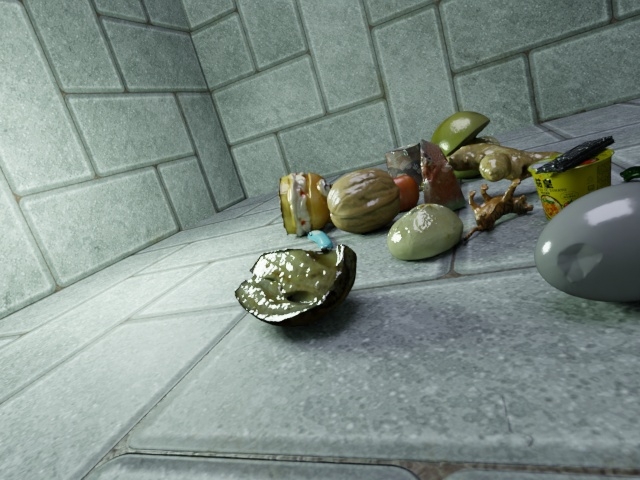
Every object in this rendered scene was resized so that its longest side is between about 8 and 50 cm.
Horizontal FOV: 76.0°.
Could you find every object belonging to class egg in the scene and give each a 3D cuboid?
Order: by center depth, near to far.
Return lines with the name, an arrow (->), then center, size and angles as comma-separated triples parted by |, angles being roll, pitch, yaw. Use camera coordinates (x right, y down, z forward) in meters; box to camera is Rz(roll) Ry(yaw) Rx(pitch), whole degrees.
egg -> 0.448, 0.005, 0.620 | 0.231, 0.176, 0.176 | -14, 14, 9

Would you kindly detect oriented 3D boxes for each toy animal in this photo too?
toy animal -> 0.453, -0.068, 1.114 | 0.255, 0.116, 0.114 | -37, 27, -21

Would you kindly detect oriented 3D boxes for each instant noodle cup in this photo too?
instant noodle cup -> 0.623, -0.131, 1.011 | 0.182, 0.144, 0.182 | -17, 15, 5
instant noodle cup -> 0.409, -0.338, 1.934 | 0.217, 0.208, 0.217 | -16, 12, 4

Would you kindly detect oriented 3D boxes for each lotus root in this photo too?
lotus root -> -0.043, 0.108, 0.925 | 0.314, 0.142, 0.210 | 8, 65, 50

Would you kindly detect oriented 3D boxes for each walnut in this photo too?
walnut -> 0.154, -0.137, 1.426 | 0.260, 0.225, 0.225 | -21, 14, 4

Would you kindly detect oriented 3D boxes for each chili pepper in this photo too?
chili pepper -> 0.945, -0.198, 1.053 | 0.278, 0.065, 0.122 | -13, 18, 32

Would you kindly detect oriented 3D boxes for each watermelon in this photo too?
watermelon -> 0.395, -0.217, 1.382 | 0.139, 0.257, 0.193 | -14, 21, 16

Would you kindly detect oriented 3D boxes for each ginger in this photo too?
ginger -> 0.609, -0.248, 1.293 | 0.362, 0.122, 0.348 | -5, 26, -7

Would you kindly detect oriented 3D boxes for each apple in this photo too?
apple -> 0.305, -0.185, 1.602 | 0.163, 0.139, 0.163 | -18, 15, 5
apple -> 0.626, -0.410, 1.794 | 0.254, 0.292, 0.292 | -38, 18, -11

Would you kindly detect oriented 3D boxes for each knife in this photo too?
knife -> 0.000, 0.000, 1.475 | 0.064, 0.032, 0.222 | -15, 17, -9

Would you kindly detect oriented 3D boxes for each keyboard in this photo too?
keyboard -> 0.602, -0.203, 0.969 | 0.231, 0.023, 0.072 | -26, 14, -26

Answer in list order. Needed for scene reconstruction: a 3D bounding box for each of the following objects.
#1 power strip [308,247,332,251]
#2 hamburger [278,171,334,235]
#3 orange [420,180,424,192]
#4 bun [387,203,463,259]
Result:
power strip -> -0.069, 0.067, 1.297 | 0.252, 0.027, 0.060 | -23, 15, -24
hamburger -> -0.045, -0.154, 1.689 | 0.236, 0.277, 0.276 | -5, 15, 3
orange -> 0.464, -0.231, 1.711 | 0.095, 0.085, 0.085 | -16, 14, -6
bun -> 0.271, -0.037, 1.095 | 0.222, 0.128, 0.222 | -17, 16, 5
